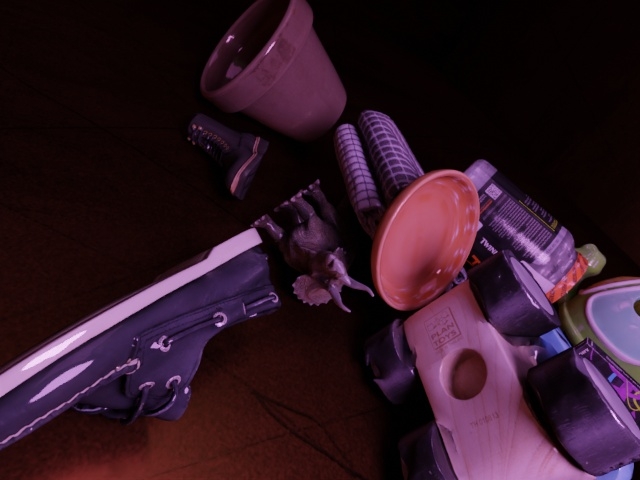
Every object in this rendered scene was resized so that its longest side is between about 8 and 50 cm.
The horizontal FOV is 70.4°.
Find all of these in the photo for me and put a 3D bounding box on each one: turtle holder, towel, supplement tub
[{"bbox_3d":[0.656,0.178,0.978,0.243,0.227,0.320,30,33,-11],"label":"turtle holder"},{"bbox_3d":[0.144,-0.059,0.778,0.284,0.121,0.235,47,20,-41],"label":"towel"},{"bbox_3d":[0.404,-0.011,1.000,0.316,0.193,0.193,44,32,10],"label":"supplement tub"}]

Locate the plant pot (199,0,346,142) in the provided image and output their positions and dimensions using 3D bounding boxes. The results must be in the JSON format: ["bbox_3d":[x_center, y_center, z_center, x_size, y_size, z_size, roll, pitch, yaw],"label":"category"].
[{"bbox_3d":[-0.069,-0.320,0.904,0.229,0.263,0.263,36,27,-36],"label":"plant pot"}]

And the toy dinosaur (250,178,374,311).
[{"bbox_3d":[0.000,0.000,0.687,0.160,0.121,0.313,56,18,-5],"label":"toy dinosaur"}]

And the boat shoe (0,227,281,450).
[{"bbox_3d":[-0.143,0.096,0.392,0.113,0.127,0.340,61,29,-6],"label":"boat shoe"}]

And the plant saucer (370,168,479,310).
[{"bbox_3d":[0.139,-0.002,0.613,0.200,0.200,0.037,5,19,-42],"label":"plant saucer"}]

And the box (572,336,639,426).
[{"bbox_3d":[0.492,0.267,0.808,0.162,0.116,0.029,46,34,14],"label":"box"}]

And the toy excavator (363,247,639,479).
[{"bbox_3d":[0.283,0.184,0.663,0.445,0.222,0.433,33,28,-35],"label":"toy excavator"}]

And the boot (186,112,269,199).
[{"bbox_3d":[-0.164,-0.140,0.723,0.137,0.077,0.198,25,20,-12],"label":"boot"}]
